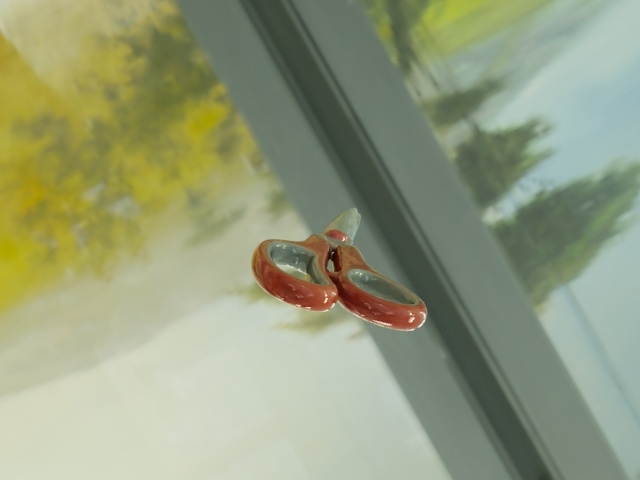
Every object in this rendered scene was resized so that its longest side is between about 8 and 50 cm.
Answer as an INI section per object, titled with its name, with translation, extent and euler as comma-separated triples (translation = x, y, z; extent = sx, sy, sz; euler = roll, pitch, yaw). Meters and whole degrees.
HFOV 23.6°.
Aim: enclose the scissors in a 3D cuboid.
[scissors]
translation = 0.000, 0.000, 1.017
extent = 0.297, 0.109, 0.021
euler = -111, -143, -72
